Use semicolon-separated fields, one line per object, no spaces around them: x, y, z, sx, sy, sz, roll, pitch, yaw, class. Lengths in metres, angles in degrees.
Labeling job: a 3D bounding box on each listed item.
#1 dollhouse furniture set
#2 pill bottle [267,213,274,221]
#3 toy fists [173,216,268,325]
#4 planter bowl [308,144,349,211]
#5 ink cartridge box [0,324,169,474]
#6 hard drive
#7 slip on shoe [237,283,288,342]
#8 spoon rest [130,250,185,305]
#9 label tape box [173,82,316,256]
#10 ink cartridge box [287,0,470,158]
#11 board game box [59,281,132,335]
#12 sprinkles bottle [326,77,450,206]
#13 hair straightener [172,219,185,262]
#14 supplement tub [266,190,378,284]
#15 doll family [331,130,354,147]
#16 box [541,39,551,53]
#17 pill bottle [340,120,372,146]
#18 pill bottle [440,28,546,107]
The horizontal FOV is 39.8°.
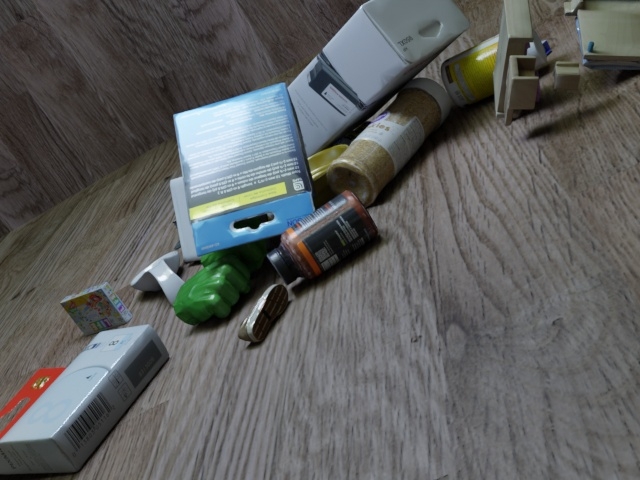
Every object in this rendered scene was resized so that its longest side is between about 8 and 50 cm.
0.500;-0.321;1.699;0.303;0.198;0.286;2;50;5;dollhouse furniture set
-0.134;-0.034;2.016;0.043;0.043;0.083;-20;23;32;pill bottle
-0.187;0.057;1.790;0.142;0.096;0.279;-33;21;37;toy fists
-0.010;-0.115;1.946;0.217;0.090;0.217;-29;17;10;planter bowl
-0.517;0.300;1.671;0.385;0.091;0.308;-10;29;33;ink cartridge box
-0.234;-0.065;2.019;0.040;0.203;0.307;-11;1;-42;hard drive
-0.102;0.128;1.565;0.041;0.051;0.135;-14;34;37;slip on shoe
-0.371;0.078;2.052;0.137;0.084;0.276;-37;20;-14;spoon rest
-0.147;-0.128;1.802;0.249;0.115;0.348;-15;63;4;label tape box
0.109;-0.393;1.999;0.285;0.166;0.395;-40;1;-42;ink cartridge box
-0.522;0.161;2.054;0.154;0.103;0.026;-19;23;35;board game box
0.152;-0.215;1.893;0.121;0.121;0.355;-12;29;46;sprinkles bottle
-0.331;-0.030;2.242;0.047;0.089;0.230;-28;19;18;hair straightener
0.000;0.000;1.629;0.198;0.106;0.106;-33;19;-4;supplement tub
0.042;-0.263;2.237;0.193;0.111;0.076;-83;13;-58;doll family
0.471;-0.429;2.059;0.081;0.028;0.136;-42;19;-25;box
0.088;-0.229;2.110;0.116;0.065;0.065;-41;21;-20;pill bottle
0.383;-0.385;1.952;0.215;0.117;0.117;-22;22;28;pill bottle
